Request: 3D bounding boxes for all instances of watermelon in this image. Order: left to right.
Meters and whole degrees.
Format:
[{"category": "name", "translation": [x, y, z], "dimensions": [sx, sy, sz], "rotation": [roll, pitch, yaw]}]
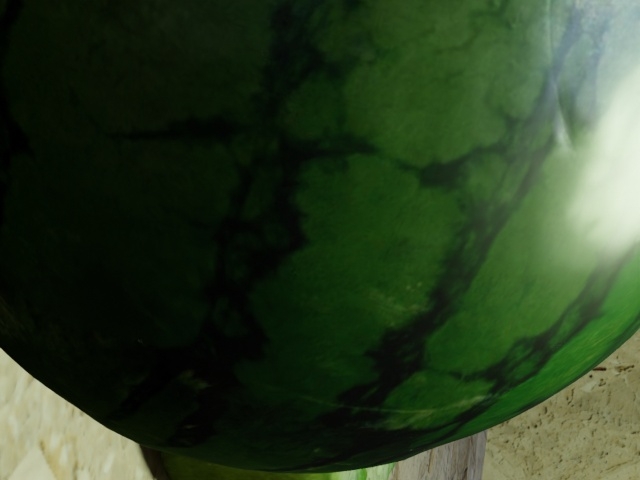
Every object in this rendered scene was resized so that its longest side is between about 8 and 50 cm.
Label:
[{"category": "watermelon", "translation": [0.007, -0.096, 0.508], "dimensions": [0.363, 0.363, 0.363], "rotation": [6, 90, -76]}]

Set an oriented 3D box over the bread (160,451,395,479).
[{"category": "bread", "translation": [0.000, 0.000, 0.922], "dimensions": [0.382, 0.129, 0.366], "rotation": [68, 30, -62]}]
